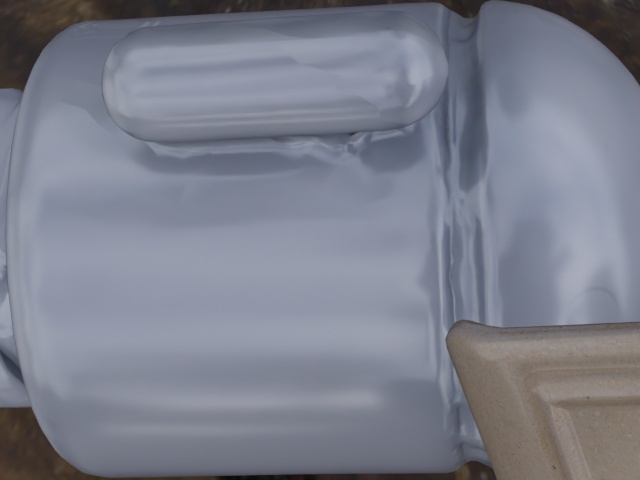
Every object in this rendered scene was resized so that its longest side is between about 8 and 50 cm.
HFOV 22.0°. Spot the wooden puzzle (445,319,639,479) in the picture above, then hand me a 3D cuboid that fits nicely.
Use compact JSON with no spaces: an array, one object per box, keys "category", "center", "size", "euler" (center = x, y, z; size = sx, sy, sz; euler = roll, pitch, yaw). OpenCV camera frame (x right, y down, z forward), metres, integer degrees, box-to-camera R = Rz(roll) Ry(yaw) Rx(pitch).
[{"category":"wooden puzzle","center":[0.170,0.106,0.467],"size":[0.238,0.044,0.221],"euler":[-2,123,34]}]

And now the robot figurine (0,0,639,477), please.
[{"category":"robot figurine","center":[0.000,0.000,0.708],"size":[0.353,0.300,0.200],"euler":[-1,65,7]}]
